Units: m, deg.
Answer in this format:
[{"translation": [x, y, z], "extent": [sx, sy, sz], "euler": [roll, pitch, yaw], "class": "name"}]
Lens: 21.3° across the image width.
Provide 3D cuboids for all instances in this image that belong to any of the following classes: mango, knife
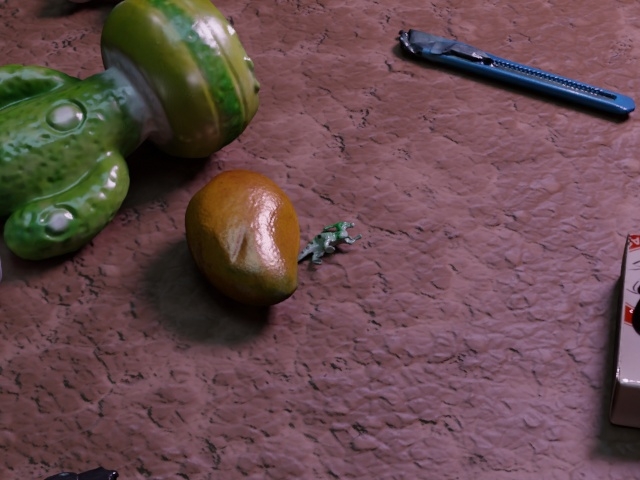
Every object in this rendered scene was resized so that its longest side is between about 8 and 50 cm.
[{"translation": [-0.077, 0.000, 1.664], "extent": [0.115, 0.089, 0.165], "euler": [7, 45, -6], "class": "mango"}, {"translation": [0.219, -0.195, 1.946], "extent": [0.296, 0.026, 0.044], "euler": [18, 32, 18], "class": "knife"}]

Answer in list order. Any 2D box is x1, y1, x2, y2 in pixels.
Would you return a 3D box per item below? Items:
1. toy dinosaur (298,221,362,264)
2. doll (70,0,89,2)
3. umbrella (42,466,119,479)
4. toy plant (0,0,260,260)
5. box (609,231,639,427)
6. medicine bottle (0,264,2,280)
[{"translation": [0.000, 0.000, 1.715], "extent": [0.083, 0.021, 0.062], "euler": [-6, 31, 5], "class": "toy dinosaur"}, {"translation": [-0.231, -0.315, 2.037], "extent": [0.160, 0.059, 0.161], "euler": [25, 46, 24], "class": "doll"}, {"translation": [-0.275, 0.238, 1.401], "extent": [0.235, 0.059, 0.066], "euler": [-12, 20, -13], "class": "umbrella"}, {"translation": [-0.236, -0.125, 1.746], "extent": [0.316, 0.184, 0.224], "euler": [-34, 70, -21], "class": "toy plant"}, {"translation": [0.453, 0.103, 1.586], "extent": [0.353, 0.069, 0.214], "euler": [7, 41, 8], "class": "box"}, {"translation": [-0.397, 0.018, 1.597], "extent": [0.183, 0.119, 0.069], "euler": [-15, 44, -19], "class": "medicine bottle"}]
